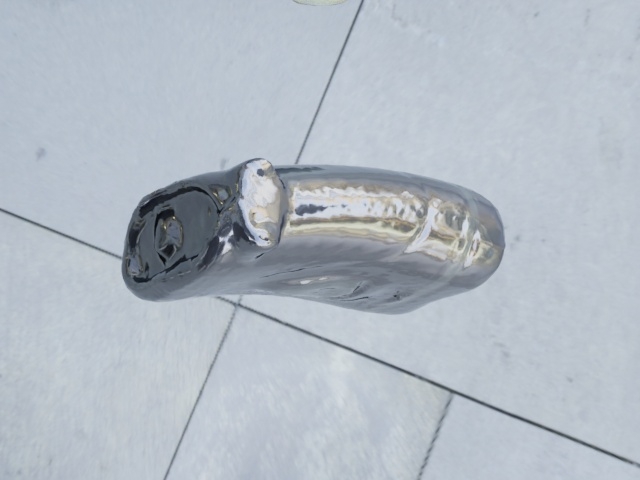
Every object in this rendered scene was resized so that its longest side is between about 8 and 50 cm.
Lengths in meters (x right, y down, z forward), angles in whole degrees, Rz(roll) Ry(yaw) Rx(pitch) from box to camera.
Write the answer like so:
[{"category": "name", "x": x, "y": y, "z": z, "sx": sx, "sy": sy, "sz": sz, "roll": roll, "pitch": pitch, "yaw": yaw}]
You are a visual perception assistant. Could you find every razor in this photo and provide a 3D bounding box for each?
[{"category": "razor", "x": 0.000, "y": -0.002, "z": 0.897, "sx": 0.349, "sy": 0.204, "sz": 0.113, "roll": 6, "pitch": 71, "yaw": -41}]

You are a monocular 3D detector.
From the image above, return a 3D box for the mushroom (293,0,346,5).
[{"category": "mushroom", "x": -0.044, "y": -0.301, "z": 0.991, "sx": 0.107, "sy": 0.333, "sz": 0.087, "roll": -26, "pitch": 77, "yaw": 21}]
